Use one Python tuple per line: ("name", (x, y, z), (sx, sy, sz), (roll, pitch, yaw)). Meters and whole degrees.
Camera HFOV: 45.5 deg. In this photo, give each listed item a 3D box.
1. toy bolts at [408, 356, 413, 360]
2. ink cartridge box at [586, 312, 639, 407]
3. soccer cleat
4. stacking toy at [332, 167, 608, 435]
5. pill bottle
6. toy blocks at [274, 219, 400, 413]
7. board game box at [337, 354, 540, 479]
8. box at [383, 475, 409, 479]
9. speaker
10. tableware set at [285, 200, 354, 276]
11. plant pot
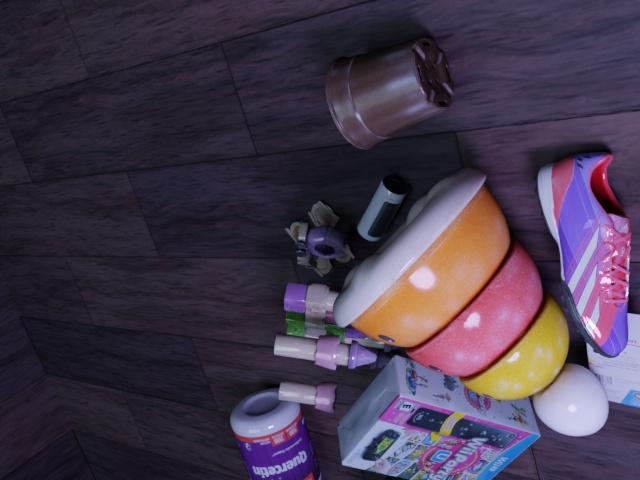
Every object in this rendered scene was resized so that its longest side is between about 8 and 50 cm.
("toy bolts", (0.246, 0.313, 1.572), (0.218, 0.158, 0.228), (19, 127, -19))
("ink cartridge box", (0.505, 0.182, 1.273), (0.104, 0.062, 0.181), (7, 120, 40))
("soccer cleat", (0.428, 0.021, 1.171), (0.116, 0.109, 0.318), (-20, 81, 42))
("stacking toy", (0.290, 0.147, 1.268), (0.480, 0.350, 0.350), (43, 136, 3))
("pill bottle", (-0.105, 0.554, 1.960), (0.182, 0.181, 0.322), (2, 116, 41))
("toy blocks", (0.062, 0.168, 1.566), (0.260, 0.308, 0.288), (7, 147, 5))
("board game box", (0.218, 0.354, 1.436), (0.303, 0.097, 0.224), (18, 127, -20))
("box", (0.246, 0.627, 1.703), (0.247, 0.163, 0.142), (3, 115, 41))
("speaker", (0.120, -0.062, 1.474), (0.055, 0.055, 0.136), (41, 135, 15))
("tableware set", (0.000, 0.000, 1.644), (0.141, 0.020, 0.169), (56, 137, 0))
("plant pot", (0.123, -0.256, 1.285), (0.165, 0.167, 0.167), (-15, 104, 37))
